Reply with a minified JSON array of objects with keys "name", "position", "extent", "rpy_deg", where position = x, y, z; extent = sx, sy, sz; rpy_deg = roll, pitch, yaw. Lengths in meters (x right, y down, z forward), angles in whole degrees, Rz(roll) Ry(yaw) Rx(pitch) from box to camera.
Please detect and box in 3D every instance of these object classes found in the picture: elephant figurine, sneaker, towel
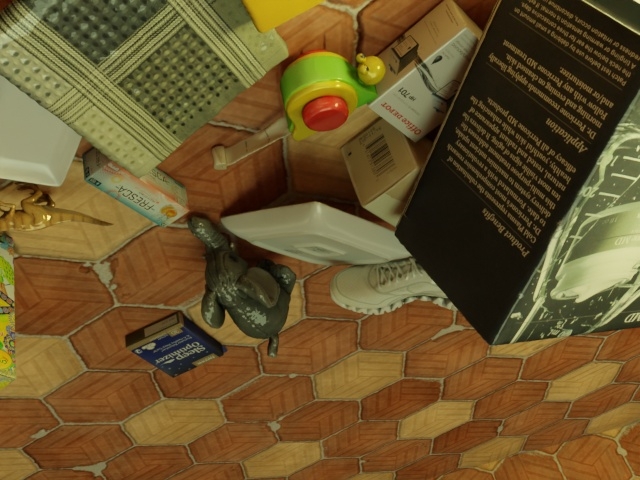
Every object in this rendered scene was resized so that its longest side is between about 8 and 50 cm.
[{"name":"elephant figurine","position":[-0.159,0.088,1.455],"extent":[0.169,0.186,0.239],"rpy_deg":[-59,152,-2]},{"name":"sneaker","position":[0.160,0.068,1.449],"extent":[0.291,0.110,0.118],"rpy_deg":[-4,151,2]},{"name":"towel","position":[-0.240,-0.259,1.051],"extent":[0.312,0.056,0.324],"rpy_deg":[-38,140,7]}]

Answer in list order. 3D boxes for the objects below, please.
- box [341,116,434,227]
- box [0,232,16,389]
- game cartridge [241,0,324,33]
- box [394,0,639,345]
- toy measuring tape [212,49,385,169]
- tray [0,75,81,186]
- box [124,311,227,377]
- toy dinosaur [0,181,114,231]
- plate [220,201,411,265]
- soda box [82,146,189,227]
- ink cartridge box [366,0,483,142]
[{"name":"box","position":[0.189,-0.087,1.407],"extent":[0.121,0.148,0.311],"rpy_deg":[-36,142,24]},{"name":"box","position":[-0.652,0.143,1.244],"extent":[0.289,0.279,0.177],"rpy_deg":[-32,142,20]},{"name":"game cartridge","position":[-0.018,-0.432,0.916],"extent":[0.285,0.053,0.324],"rpy_deg":[-26,143,6]},{"name":"box","position":[0.445,-0.120,1.213],"extent":[0.479,0.297,0.472],"rpy_deg":[-2,129,-33]},{"name":"toy measuring tape","position":[-0.055,-0.202,1.188],"extent":[0.330,0.121,0.121],"rpy_deg":[-22,145,23]},{"name":"tray","position":[-0.409,-0.185,1.121],"extent":[0.145,0.030,0.270],"rpy_deg":[7,138,-32]},{"name":"box","position":[-0.309,0.240,1.729],"extent":[0.136,0.037,0.225],"rpy_deg":[-25,145,11]},{"name":"toy dinosaur","position":[-0.438,-0.040,1.232],"extent":[0.211,0.112,0.064],"rpy_deg":[-6,142,-17]},{"name":"plate","position":[0.000,0.000,1.411],"extent":[0.277,0.045,0.278],"rpy_deg":[18,165,-40]},{"name":"soda box","position":[-0.296,-0.091,1.269],"extent":[0.063,0.058,0.183],"rpy_deg":[-31,142,18]},{"name":"ink cartridge box","position":[0.173,-0.261,1.221],"extent":[0.190,0.082,0.139],"rpy_deg":[-38,140,24]}]
